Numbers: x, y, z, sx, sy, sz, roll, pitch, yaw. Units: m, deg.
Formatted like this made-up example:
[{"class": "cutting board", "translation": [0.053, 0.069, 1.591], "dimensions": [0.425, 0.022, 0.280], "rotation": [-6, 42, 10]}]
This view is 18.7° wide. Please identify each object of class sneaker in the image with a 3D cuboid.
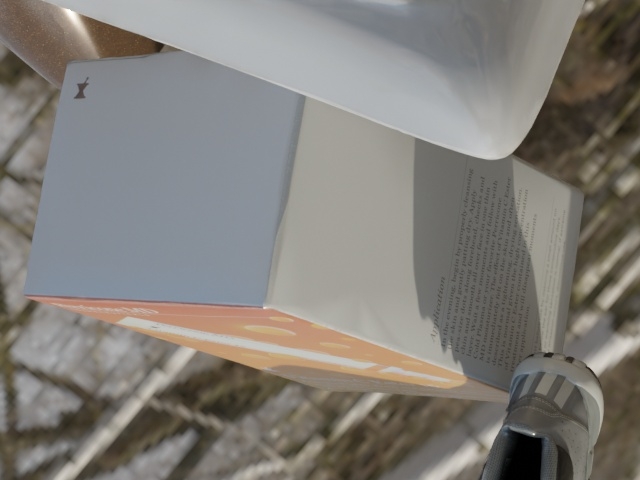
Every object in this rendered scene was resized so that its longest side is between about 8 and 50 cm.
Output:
[{"class": "sneaker", "translation": [0.136, 0.199, 1.301], "dimensions": [0.086, 0.229, 0.132], "rotation": [6, -153, 22]}]

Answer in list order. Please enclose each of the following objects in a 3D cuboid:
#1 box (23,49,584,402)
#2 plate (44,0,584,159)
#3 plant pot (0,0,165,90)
[{"class": "box", "translation": [0.000, 0.000, 1.352], "dimensions": [0.215, 0.168, 0.345], "rotation": [1, 166, 38]}, {"class": "plate", "translation": [0.007, -0.193, 0.883], "dimensions": [0.278, 0.277, 0.045], "rotation": [21, 150, 10]}, {"class": "plant pot", "translation": [-0.215, -0.240, 1.542], "dimensions": [0.230, 0.215, 0.215], "rotation": [63, 172, -32]}]
